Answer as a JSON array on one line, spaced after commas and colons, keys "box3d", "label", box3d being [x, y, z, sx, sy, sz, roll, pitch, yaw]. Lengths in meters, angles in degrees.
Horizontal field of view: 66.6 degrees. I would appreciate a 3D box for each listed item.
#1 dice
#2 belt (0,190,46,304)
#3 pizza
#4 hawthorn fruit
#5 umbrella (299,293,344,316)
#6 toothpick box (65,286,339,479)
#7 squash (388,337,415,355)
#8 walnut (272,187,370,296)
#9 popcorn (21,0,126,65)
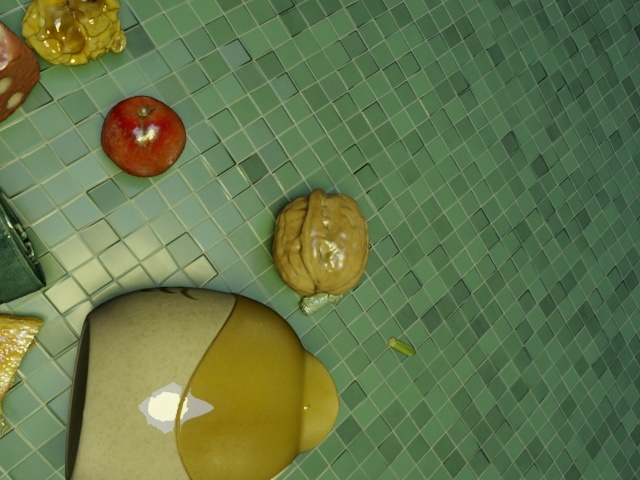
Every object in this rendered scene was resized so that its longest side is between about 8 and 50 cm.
[{"box3d": [-0.640, -0.324, 0.886, 0.174, 0.179, 0.175, 40, 70, -17], "label": "dice"}, {"box3d": [-0.579, 0.001, 0.851, 0.116, 0.267, 0.206, -27, 74, -23], "label": "belt"}, {"box3d": [-0.677, 0.278, 0.902, 0.280, 0.075, 0.287, 4, 88, -20], "label": "pizza"}, {"box3d": [-0.364, -0.214, 1.008, 0.173, 0.173, 0.172, 1, 87, -24], "label": "hawthorn fruit"}, {"box3d": [0.012, 0.136, 1.217, 0.143, 0.062, 0.067, -32, 138, -13], "label": "umbrella"}, {"box3d": [-0.226, 0.295, 0.917, 0.425, 0.409, 0.408, 8, 84, -29], "label": "toothpick box"}, {"box3d": [0.225, 0.292, 1.322, 0.083, 0.027, 0.027, 32, 76, -20], "label": "squash"}, {"box3d": [0.000, 0.000, 1.131, 0.225, 0.257, 0.257, -4, 89, 14], "label": "walnut"}, {"box3d": [-0.489, -0.442, 0.983, 0.194, 0.163, 0.140, -37, 83, 11], "label": "popcorn"}]
